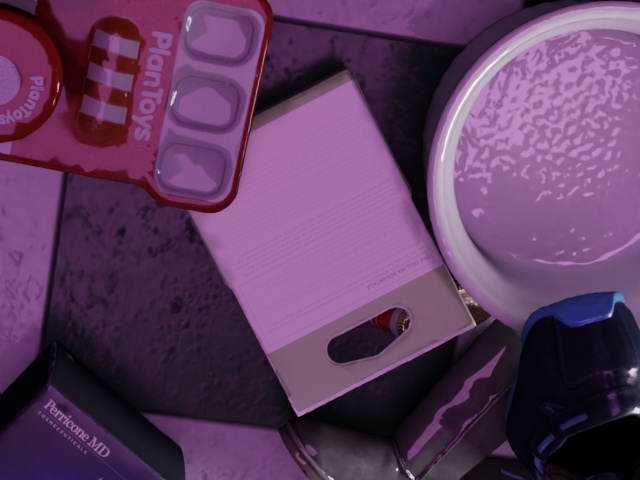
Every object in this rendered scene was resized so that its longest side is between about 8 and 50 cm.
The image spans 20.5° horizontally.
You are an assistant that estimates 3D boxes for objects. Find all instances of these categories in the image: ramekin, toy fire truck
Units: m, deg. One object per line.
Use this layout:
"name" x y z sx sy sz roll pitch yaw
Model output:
"ramekin" 0.212 -0.064 1.435 0.277 0.135 0.277 -2 105 -7
"toy fire truck" -0.154 -0.187 1.340 0.253 0.169 0.302 11 104 -11

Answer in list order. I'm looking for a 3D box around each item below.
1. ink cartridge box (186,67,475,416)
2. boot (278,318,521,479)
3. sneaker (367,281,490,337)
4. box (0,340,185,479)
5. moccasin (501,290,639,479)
"ink cartridge box" 0.000 0.000 1.450 0.171 0.056 0.235 -27 97 1
"boot" 0.091 0.144 1.502 0.208 0.076 0.189 -43 130 13
"sneaker" 0.092 0.053 1.509 0.118 0.067 0.042 -13 107 -34
"box" -0.236 0.215 1.475 0.153 0.108 0.207 42 98 -15
"moccasin" 0.207 0.163 1.416 0.137 0.117 0.342 -17 151 6
